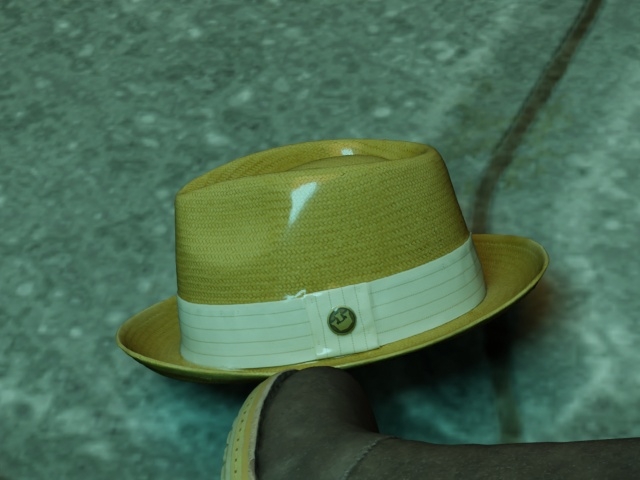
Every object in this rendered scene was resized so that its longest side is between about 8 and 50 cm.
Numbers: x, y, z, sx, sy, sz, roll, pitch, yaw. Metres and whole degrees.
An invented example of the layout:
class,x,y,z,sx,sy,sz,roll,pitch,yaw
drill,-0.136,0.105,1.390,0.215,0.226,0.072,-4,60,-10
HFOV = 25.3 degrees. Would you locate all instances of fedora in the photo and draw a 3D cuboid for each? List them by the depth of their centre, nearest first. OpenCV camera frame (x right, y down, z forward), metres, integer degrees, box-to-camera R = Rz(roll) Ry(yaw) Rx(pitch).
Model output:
class,x,y,z,sx,sy,sz,roll,pitch,yaw
fedora,0.000,0.000,0.626,0.194,0.079,0.194,-11,12,2

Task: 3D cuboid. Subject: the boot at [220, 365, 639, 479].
class,x,y,z,sx,sy,sz,roll,pitch,yaw
boot,0.080,0.091,0.436,0.207,0.090,0.248,-26,30,8
